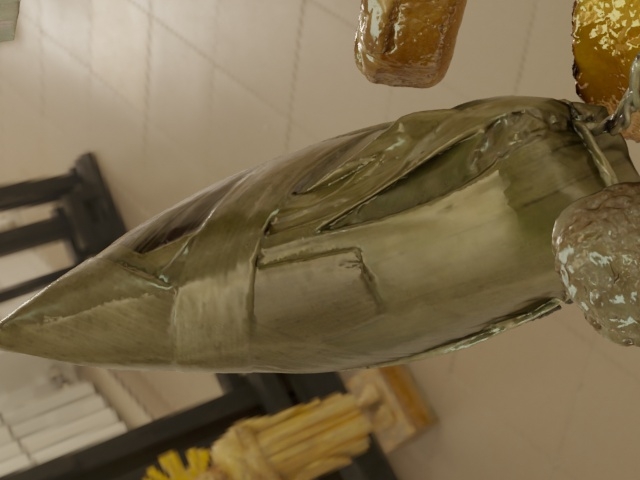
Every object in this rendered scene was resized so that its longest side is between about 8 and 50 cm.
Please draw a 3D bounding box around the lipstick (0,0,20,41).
[{"bbox_3d":[-0.272,-0.216,0.950,0.317,0.068,0.066,172,90,-74],"label":"lipstick"}]

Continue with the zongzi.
[{"bbox_3d":[0.006,0.021,0.969,0.500,0.467,0.218,-20,89,60],"label":"zongzi"}]

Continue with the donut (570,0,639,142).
[{"bbox_3d":[0.320,-0.145,1.043,0.101,0.259,0.152,38,117,46],"label":"donut"}]

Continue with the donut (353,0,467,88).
[{"bbox_3d":[0.102,-0.274,1.312,0.226,0.114,0.226,12,-90,-89],"label":"donut"}]

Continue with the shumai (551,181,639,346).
[{"bbox_3d":[0.231,0.032,0.788,0.145,0.146,0.116,38,152,39],"label":"shumai"}]
